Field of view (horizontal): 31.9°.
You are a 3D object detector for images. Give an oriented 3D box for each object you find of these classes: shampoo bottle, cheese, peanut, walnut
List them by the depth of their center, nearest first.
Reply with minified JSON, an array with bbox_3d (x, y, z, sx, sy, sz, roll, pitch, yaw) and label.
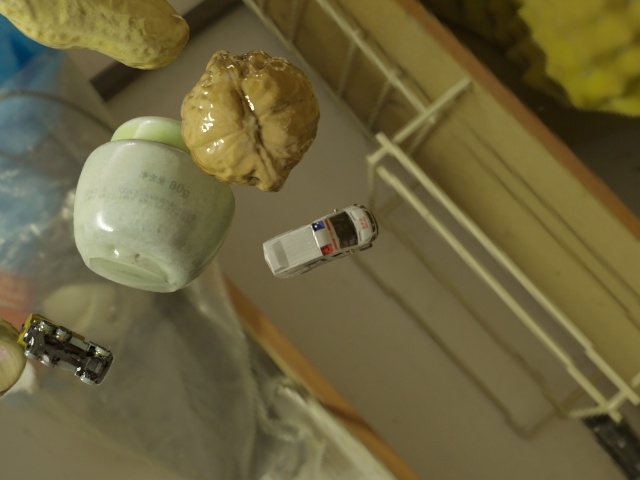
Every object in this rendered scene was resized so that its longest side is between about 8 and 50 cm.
[{"bbox_3d":[-0.342,-0.336,1.610,0.318,0.148,0.147,19,-173,-31],"label":"peanut"},{"bbox_3d":[-0.511,0.147,1.635,0.064,0.137,0.227,51,158,37],"label":"cheese"},{"bbox_3d":[-0.112,-0.194,1.802,0.257,0.224,0.257,157,90,-89],"label":"walnut"},{"bbox_3d":[-0.337,-0.067,2.272,0.322,0.317,0.322,11,149,6],"label":"shampoo bottle"}]

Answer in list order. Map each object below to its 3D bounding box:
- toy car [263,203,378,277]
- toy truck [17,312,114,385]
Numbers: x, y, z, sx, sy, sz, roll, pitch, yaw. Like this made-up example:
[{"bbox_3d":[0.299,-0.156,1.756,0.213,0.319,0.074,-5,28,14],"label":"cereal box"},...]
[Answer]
[{"bbox_3d":[0.000,0.000,2.053,0.089,0.209,0.108,71,-164,7],"label":"toy car"},{"bbox_3d":[-0.331,0.139,1.450,0.123,0.052,0.063,28,179,-14],"label":"toy truck"}]
